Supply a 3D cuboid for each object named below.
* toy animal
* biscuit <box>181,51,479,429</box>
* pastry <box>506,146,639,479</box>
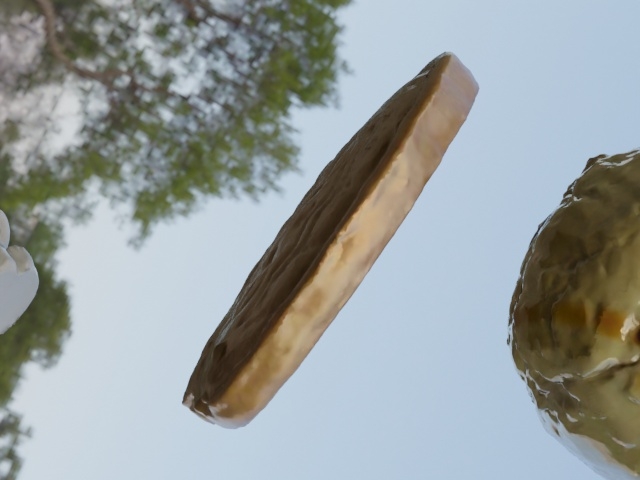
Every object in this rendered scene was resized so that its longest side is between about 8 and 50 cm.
[{"bbox_3d":[-0.444,0.036,1.493,0.127,0.193,0.179,-9,126,-59],"label":"toy animal"},{"bbox_3d":[-0.002,-0.001,1.124,0.385,0.062,0.365,-56,-174,-14],"label":"biscuit"},{"bbox_3d":[0.374,0.081,1.263,0.389,0.388,0.312,-63,-173,-2],"label":"pastry"}]
